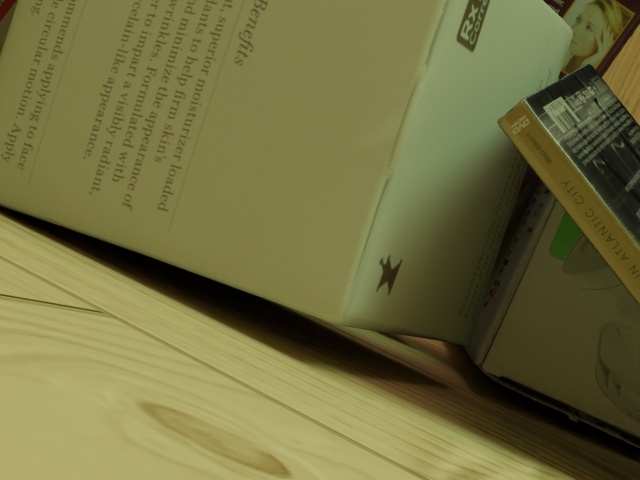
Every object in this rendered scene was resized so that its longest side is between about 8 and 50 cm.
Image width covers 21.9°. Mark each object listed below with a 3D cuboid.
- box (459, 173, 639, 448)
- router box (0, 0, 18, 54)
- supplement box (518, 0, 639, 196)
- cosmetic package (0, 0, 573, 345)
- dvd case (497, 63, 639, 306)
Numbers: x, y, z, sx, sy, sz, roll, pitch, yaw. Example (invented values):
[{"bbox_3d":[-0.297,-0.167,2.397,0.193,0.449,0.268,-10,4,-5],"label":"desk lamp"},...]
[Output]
[{"bbox_3d":[0.208,0.055,0.845,0.262,0.127,0.231,24,1,0],"label":"box"},{"bbox_3d":[-0.201,-0.206,0.728,0.301,0.082,0.335,18,-37,-30],"label":"router box"},{"bbox_3d":[0.072,-0.087,0.810,0.104,0.188,0.081,32,15,-9],"label":"supplement box"},{"bbox_3d":[-0.017,-0.057,0.689,0.183,0.151,0.151,19,1,24],"label":"cosmetic package"},{"bbox_3d":[0.157,0.027,0.648,0.221,0.018,0.164,52,20,2],"label":"dvd case"}]
